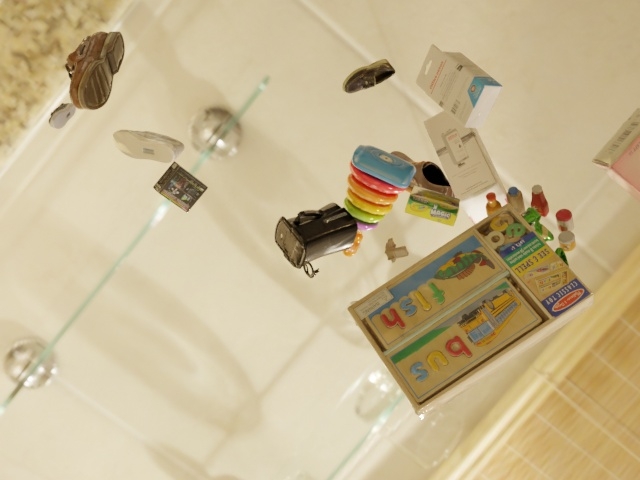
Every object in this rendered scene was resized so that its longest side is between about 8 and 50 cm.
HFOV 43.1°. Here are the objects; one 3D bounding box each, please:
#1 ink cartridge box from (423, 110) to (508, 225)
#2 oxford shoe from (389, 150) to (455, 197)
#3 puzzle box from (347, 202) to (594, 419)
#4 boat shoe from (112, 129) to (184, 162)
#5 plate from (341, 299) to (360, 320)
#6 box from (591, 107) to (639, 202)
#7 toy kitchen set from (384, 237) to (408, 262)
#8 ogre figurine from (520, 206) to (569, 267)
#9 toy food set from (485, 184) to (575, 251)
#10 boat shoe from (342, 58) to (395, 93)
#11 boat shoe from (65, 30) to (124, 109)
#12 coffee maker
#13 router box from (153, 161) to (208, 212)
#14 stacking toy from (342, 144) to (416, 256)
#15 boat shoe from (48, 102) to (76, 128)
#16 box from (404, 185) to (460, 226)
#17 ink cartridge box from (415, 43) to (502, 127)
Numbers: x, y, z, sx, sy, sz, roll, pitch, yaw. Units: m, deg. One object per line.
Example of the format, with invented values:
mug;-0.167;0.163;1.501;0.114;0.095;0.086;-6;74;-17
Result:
ink cartridge box;0.405;-0.199;2.200;0.117;0.207;0.283;-27;-122;16
oxford shoe;0.333;-0.215;2.642;0.364;0.130;0.133;50;-40;44
puzzle box;0.290;0.132;1.605;0.409;0.272;0.052;-33;147;-4
boat shoe;-0.406;-0.232;1.923;0.184;0.066;0.063;10;-150;26
plate;0.214;0.207;2.504;0.277;0.277;0.045;110;-29;-75
box;0.704;-0.141;1.658;0.149;0.232;0.127;-51;-173;9
toy kitchen set;0.265;0.037;2.719;0.075;0.068;0.083;-14;-150;23
ogre figurine;0.497;0.036;1.877;0.118;0.197;0.097;-37;-176;40
toy food set;0.523;-0.066;1.983;0.232;0.104;0.111;27;-114;37
boat shoe;0.127;-0.422;2.098;0.152;0.056;0.049;-33;-128;-16
boat shoe;-0.577;-0.418;2.015;0.307;0.104;0.111;-82;172;-51
coffee maker;0.000;0.000;2.022;0.178;0.171;0.120;-19;168;-33
router box;-0.373;-0.142;2.166;0.092;0.122;0.038;-50;-133;0
stacking toy;0.118;-0.087;2.138;0.175;0.165;0.302;-54;167;-64
boat shoe;-0.729;-0.349;2.264;0.142;0.040;0.049;-73;171;-62
box;0.230;-0.070;1.655;0.179;0.105;0.043;-40;146;-77
ink cartridge box;0.293;-0.333;1.733;0.180;0.060;0.104;51;-47;35
